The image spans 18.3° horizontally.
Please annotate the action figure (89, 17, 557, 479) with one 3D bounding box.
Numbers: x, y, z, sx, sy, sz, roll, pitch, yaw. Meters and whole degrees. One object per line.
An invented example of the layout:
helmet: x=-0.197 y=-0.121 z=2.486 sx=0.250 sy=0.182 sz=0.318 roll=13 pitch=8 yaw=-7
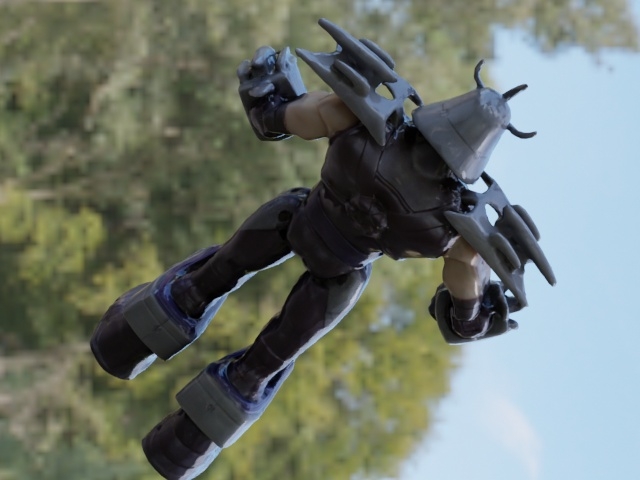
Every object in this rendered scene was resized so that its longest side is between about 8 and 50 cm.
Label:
action figure: x=0.000 y=0.000 z=0.982 sx=0.285 sy=0.099 sz=0.185 roll=-39 pitch=-95 yaw=34
